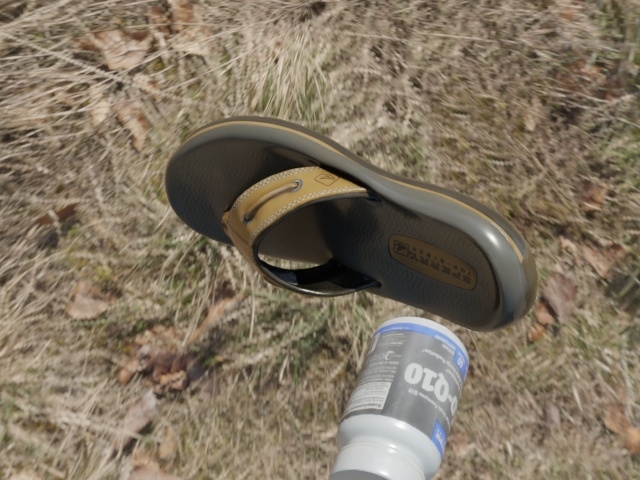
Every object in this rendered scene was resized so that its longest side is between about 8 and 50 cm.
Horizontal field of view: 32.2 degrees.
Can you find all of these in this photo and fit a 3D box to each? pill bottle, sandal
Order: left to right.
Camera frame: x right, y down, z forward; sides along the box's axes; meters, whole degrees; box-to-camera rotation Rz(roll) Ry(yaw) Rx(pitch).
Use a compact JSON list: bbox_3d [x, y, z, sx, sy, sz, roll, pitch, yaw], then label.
[{"bbox_3d":[0.000,0.000,0.555,0.219,0.060,0.090,24,137,28],"label":"sandal"},{"bbox_3d":[0.057,0.129,0.807,0.078,0.137,0.078,13,139,12],"label":"pill bottle"}]
